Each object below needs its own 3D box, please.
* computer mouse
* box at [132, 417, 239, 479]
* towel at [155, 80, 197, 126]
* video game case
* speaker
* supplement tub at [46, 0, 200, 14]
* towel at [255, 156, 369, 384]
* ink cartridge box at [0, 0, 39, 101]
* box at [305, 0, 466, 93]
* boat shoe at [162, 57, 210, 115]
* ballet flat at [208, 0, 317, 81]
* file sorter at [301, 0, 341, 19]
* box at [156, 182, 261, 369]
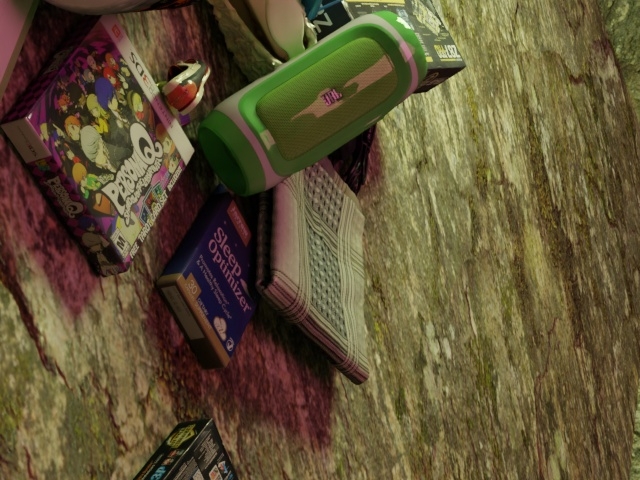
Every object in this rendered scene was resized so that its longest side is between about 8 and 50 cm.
[{"bbox_3d":[0.026,-0.210,1.927,0.272,0.072,0.188,48,40,-46],"label":"computer mouse"},{"bbox_3d":[-0.150,0.325,1.389,0.175,0.051,0.220,69,28,-18],"label":"box"},{"bbox_3d":[-0.182,-0.169,1.571,0.083,0.009,0.060,-36,111,-62],"label":"towel"},{"bbox_3d":[-0.237,-0.112,1.403,0.210,0.042,0.232,61,31,-29],"label":"video game case"},{"bbox_3d":[-0.008,-0.177,1.629,0.296,0.131,0.131,-35,117,-20],"label":"speaker"},{"bbox_3d":[-0.194,-0.349,1.360,0.338,0.207,0.207,-47,122,-74],"label":"supplement tub"},{"bbox_3d":[0.000,0.000,1.765,0.312,0.056,0.324,48,33,-49],"label":"towel"},{"bbox_3d":[-0.368,-0.250,1.186,0.235,0.056,0.171,50,38,-41],"label":"ink cartridge box"},{"bbox_3d":[0.060,-0.378,1.949,0.318,0.097,0.395,60,26,5],"label":"box"},{"bbox_3d":[-0.165,-0.194,1.532,0.043,0.049,0.137,44,19,-20],"label":"boat shoe"},{"bbox_3d":[-0.098,-0.372,1.641,0.409,0.147,0.147,62,31,-32],"label":"ballet flat"},{"bbox_3d":[-0.002,-0.408,1.704,0.170,0.104,0.118,62,-12,5],"label":"file sorter"},{"bbox_3d":[-0.122,0.036,1.581,0.136,0.036,0.225,63,29,-28],"label":"box"}]
